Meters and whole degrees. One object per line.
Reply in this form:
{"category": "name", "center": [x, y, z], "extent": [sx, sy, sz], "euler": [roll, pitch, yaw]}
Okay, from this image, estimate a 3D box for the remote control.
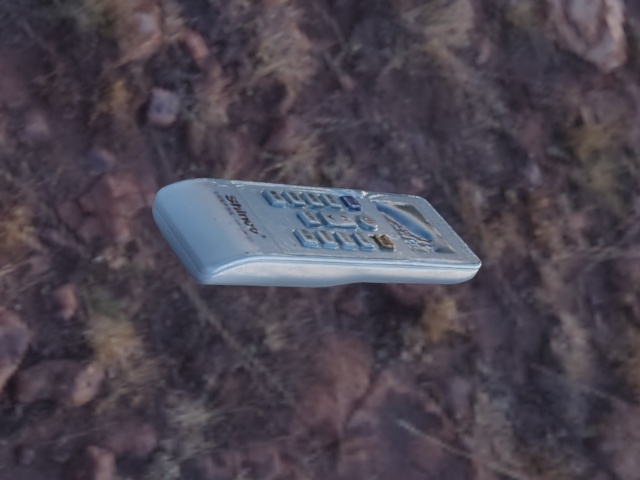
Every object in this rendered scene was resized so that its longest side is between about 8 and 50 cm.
{"category": "remote control", "center": [0.000, 0.000, 0.729], "extent": [0.162, 0.029, 0.061], "euler": [4, 37, -38]}
